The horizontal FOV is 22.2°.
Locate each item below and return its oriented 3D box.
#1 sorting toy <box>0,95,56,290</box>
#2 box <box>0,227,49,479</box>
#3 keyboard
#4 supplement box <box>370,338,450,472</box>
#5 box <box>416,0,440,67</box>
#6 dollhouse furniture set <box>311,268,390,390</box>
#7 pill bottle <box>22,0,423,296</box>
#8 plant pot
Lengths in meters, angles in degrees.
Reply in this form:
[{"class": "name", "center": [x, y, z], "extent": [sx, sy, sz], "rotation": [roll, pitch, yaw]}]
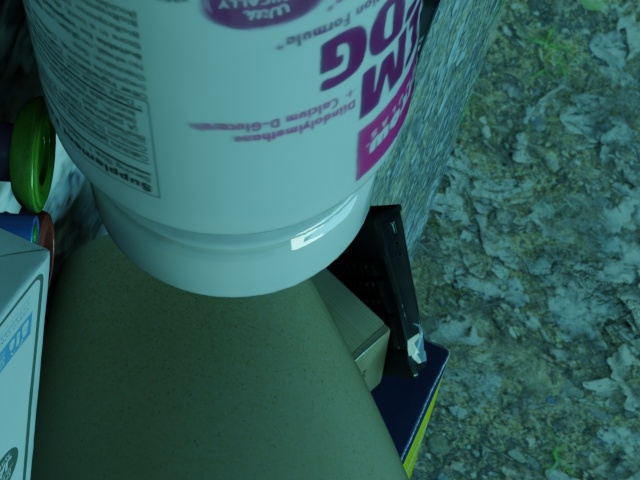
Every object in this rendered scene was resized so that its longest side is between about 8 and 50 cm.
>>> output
[{"class": "sorting toy", "center": [-0.142, -0.015, 0.721], "extent": [0.061, 0.042, 0.102], "rotation": [-85, 180, -63]}, {"class": "box", "center": [-0.188, 0.134, 0.627], "extent": [0.169, 0.087, 0.290], "rotation": [-59, 168, -46]}, {"class": "keyboard", "center": [0.000, 0.000, 1.239], "extent": [0.317, 0.033, 0.201], "rotation": [176, -97, -72]}, {"class": "supplement box", "center": [-0.021, 0.217, 1.541], "extent": [0.356, 0.194, 0.195], "rotation": [99, 16, -60]}, {"class": "box", "center": [0.025, -0.221, 1.014], "extent": [0.318, 0.097, 0.395], "rotation": [-69, 171, 21]}, {"class": "dollhouse furniture set", "center": [-0.097, 0.101, 1.109], "extent": [0.242, 0.161, 0.212], "rotation": [-40, 162, -20]}, {"class": "pill bottle", "center": [-0.038, -0.102, 0.654], "extent": [0.283, 0.160, 0.160], "rotation": [92, 22, -60]}, {"class": "plant pot", "center": [-0.059, 0.135, 0.867], "extent": [0.256, 0.257, 0.274], "rotation": [83, -1, -74]}]
